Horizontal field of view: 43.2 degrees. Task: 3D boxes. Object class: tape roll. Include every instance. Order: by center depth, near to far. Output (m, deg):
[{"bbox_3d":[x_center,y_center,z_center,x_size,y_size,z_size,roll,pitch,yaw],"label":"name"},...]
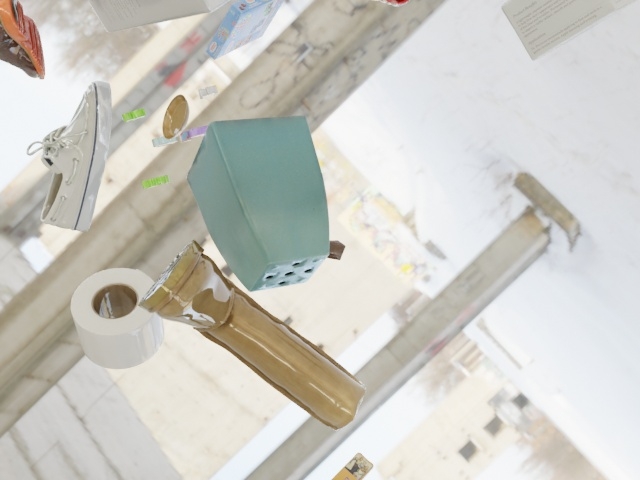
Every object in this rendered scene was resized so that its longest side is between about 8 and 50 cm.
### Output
[{"bbox_3d":[-0.574,0.222,2.307,0.246,0.246,0.169,48,150,34],"label":"tape roll"}]

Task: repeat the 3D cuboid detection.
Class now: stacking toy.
[{"bbox_3d":[-0.294,-0.220,1.715,0.052,0.221,0.166,-170,63,-80],"label":"stacking toy"}]

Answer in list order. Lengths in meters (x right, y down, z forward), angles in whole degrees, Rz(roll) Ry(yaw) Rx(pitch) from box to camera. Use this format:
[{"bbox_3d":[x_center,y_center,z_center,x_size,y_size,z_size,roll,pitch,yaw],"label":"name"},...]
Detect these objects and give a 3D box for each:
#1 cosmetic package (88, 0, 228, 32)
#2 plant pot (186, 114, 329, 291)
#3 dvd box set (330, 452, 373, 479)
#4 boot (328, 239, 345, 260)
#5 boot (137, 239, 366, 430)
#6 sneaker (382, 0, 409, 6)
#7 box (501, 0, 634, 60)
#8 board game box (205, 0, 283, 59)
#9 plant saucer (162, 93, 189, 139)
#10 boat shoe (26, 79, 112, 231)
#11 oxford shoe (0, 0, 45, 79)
[{"bbox_3d":[-0.269,-0.527,1.510,0.453,0.230,0.161,12,138,52],"label":"cosmetic package"},{"bbox_3d":[-0.084,-0.050,1.271,0.165,0.166,0.234,-54,51,53],"label":"plant pot"},{"bbox_3d":[-0.055,0.706,1.934,0.062,0.307,0.420,42,-150,14],"label":"dvd box set"},{"bbox_3d":[0.000,0.000,1.771,0.037,0.114,0.106,84,-171,-51],"label":"boot"},{"bbox_3d":[-0.063,0.114,0.908,0.270,0.089,0.236,39,179,-4],"label":"boot"},{"bbox_3d":[0.130,-0.692,2.174,0.270,0.090,0.145,-5,-154,-39],"label":"sneaker"},{"bbox_3d":[0.455,-0.430,1.436,0.181,0.182,0.119,-28,94,48],"label":"box"},{"bbox_3d":[-0.180,-0.545,2.011,0.039,0.160,0.211,44,-137,2],"label":"board game box"},{"bbox_3d":[-0.253,-0.216,1.426,0.015,0.083,0.083,16,-159,-37],"label":"plant saucer"},{"bbox_3d":[-0.558,-0.187,1.767,0.157,0.367,0.135,6,-145,-26],"label":"boat shoe"},{"bbox_3d":[-0.601,-0.387,1.558,0.271,0.099,0.096,97,161,-74],"label":"oxford shoe"}]
